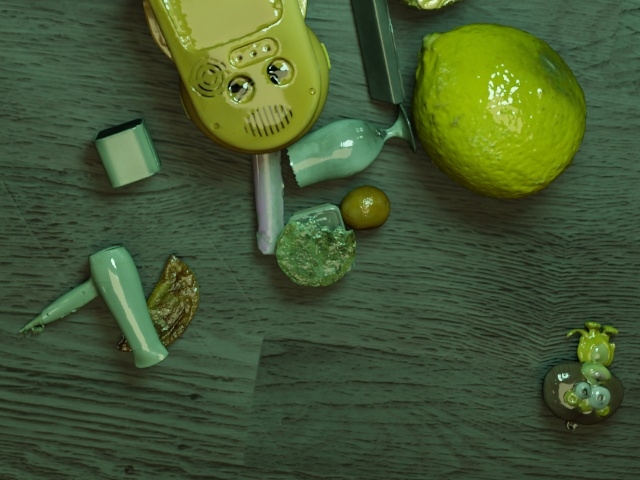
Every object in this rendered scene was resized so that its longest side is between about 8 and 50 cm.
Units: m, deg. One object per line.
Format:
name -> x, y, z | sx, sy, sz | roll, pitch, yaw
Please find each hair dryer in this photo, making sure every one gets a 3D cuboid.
hair dryer -> -0.390, 0.135, 1.777 | 0.237, 0.075, 0.207 | -19, 95, 15

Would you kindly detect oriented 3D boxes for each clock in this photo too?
clock -> -0.115, -0.281, 1.597 | 0.244, 0.200, 0.317 | -18, 101, 4

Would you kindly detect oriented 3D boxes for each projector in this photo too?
projector -> -0.305, -0.140, 1.694 | 0.083, 0.083, 0.082 | -18, 108, 1

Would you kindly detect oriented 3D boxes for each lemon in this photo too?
lemon -> 0.267, -0.201, 1.641 | 0.310, 0.253, 0.253 | 40, 100, -15

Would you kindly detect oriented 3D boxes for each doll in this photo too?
doll -> 0.458, 0.238, 1.876 | 0.145, 0.096, 0.188 | -7, 98, -11

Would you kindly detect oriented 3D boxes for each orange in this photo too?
orange -> 0.073, -0.052, 1.760 | 0.084, 0.085, 0.085 | -1, 107, -5

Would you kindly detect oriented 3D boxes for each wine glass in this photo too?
wine glass -> 0.046, -0.150, 1.717 | 0.202, 0.093, 0.093 | -20, 108, -1

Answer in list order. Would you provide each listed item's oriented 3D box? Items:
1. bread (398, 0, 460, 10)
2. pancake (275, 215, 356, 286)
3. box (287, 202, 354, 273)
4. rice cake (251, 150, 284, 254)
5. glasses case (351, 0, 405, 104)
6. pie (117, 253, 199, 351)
bread -> 0.159, -0.471, 1.607 | 0.178, 0.133, 0.250 | -17, 109, -1
pancake -> -0.009, 0.020, 1.736 | 0.129, 0.023, 0.116 | 19, 108, -10
box -> 0.000, 0.000, 1.775 | 0.089, 0.062, 0.122 | -16, 107, 1
rice cake -> -0.087, -0.107, 1.741 | 0.055, 0.049, 0.270 | -5, 107, -9
glasses case -> 0.093, -0.311, 1.683 | 0.042, 0.072, 0.191 | -18, 109, -17
pie -> -0.260, 0.121, 1.804 | 0.088, 0.033, 0.191 | 31, 100, -8
